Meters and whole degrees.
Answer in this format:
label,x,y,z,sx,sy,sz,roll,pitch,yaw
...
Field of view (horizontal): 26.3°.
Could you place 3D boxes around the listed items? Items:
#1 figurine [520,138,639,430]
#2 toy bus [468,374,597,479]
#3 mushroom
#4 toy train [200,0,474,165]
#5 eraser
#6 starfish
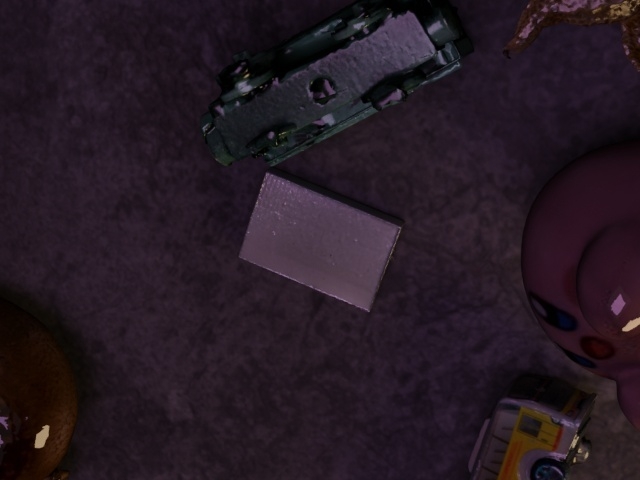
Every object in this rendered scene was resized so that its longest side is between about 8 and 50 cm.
label,x,y,z,sx,sy,sz,roll,pitch,yaw
figurine,0.298,0.008,1.223,0.261,0.211,0.269,-42,128,-14
toy bus,0.197,0.264,1.405,0.106,0.092,0.268,24,115,17
mushroom,-0.399,0.197,1.504,0.297,0.163,0.278,-39,95,22
toy train,0.011,-0.159,1.264,0.269,0.154,0.115,-27,101,23
eraser,0.000,0.000,1.396,0.150,0.023,0.103,23,114,7
starfish,0.285,-0.212,1.139,0.277,0.062,0.235,-34,116,15
